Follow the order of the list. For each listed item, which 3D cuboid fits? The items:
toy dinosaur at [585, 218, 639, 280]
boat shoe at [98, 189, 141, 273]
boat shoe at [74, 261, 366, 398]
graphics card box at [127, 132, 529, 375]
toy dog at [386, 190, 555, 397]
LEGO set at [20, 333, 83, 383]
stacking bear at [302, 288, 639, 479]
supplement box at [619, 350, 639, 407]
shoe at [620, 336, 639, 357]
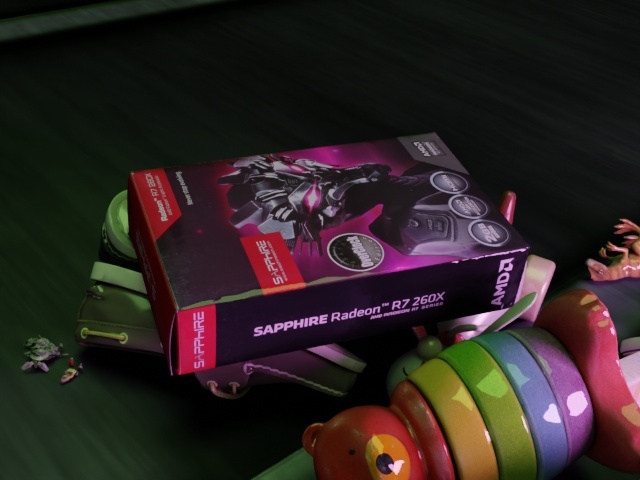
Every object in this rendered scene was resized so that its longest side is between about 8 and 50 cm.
[{"bbox_3d":[0.465,0.025,1.271,0.211,0.064,0.112,-9,46,-5],"label":"toy dinosaur"},{"bbox_3d":[-0.115,0.009,1.131,0.340,0.113,0.127,-2,62,-35],"label":"boat shoe"},{"bbox_3d":[-0.113,0.114,0.978,0.324,0.097,0.116,18,-8,12],"label":"boat shoe"},{"bbox_3d":[0.000,0.000,0.953,0.371,0.094,0.233,-8,39,-18],"label":"graphics card box"},{"bbox_3d":[0.182,0.056,1.059,0.220,0.161,0.334,7,31,2],"label":"toy dog"},{"bbox_3d":[-0.297,0.125,0.996,0.083,0.023,0.054,14,32,13],"label":"LEGO set"},{"bbox_3d":[0.132,0.177,0.852,0.289,0.175,0.164,-18,-5,-12],"label":"stacking bear"},{"bbox_3d":[0.333,0.166,1.001,0.098,0.062,0.036,-14,35,-31],"label":"supplement box"},{"bbox_3d":[0.428,0.154,1.036,0.178,0.081,0.063,-4,-14,41],"label":"shoe"}]
